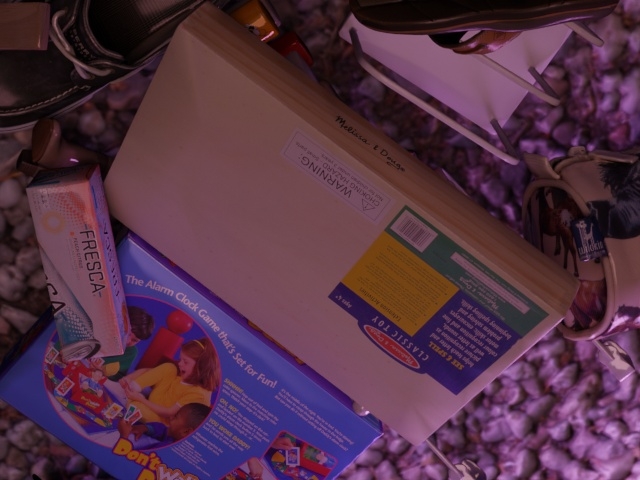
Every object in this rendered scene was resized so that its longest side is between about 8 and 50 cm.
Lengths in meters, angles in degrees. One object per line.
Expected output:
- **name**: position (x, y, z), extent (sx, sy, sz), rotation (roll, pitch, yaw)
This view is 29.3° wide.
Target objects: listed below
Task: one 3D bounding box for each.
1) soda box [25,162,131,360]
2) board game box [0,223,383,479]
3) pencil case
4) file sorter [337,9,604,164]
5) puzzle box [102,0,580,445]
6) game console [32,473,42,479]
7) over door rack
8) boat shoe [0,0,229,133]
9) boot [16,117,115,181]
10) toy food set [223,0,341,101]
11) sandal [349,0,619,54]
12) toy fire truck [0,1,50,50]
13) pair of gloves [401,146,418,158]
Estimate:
- **soda box**: position (-0.231, 0.021, 1.178), extent (0.063, 0.058, 0.183), rotation (-7, 109, 3)
- **board game box**: position (-0.138, 0.166, 1.312), extent (0.347, 0.078, 0.233), rotation (40, 106, -16)
- **pencil case**: position (0.397, -0.049, 1.156), extent (0.410, 0.160, 0.183), rotation (-19, 114, -10)
- **file sorter**: position (0.173, -0.236, 1.110), extent (0.193, 0.173, 0.277), rotation (31, 108, -13)
- **puzzle box**: position (0.000, 0.000, 1.126), extent (0.409, 0.052, 0.272), rotation (38, 138, 0)
- **game console**: position (-0.247, 0.302, 1.358), extent (0.107, 0.071, 0.122), rotation (-21, 127, 4)
- **over door rack**: position (0.151, 0.113, 1.287), extent (0.239, 0.108, 0.324), rotation (-42, 108, 14)
- **boat shoe**: position (-0.209, -0.205, 1.136), extent (0.335, 0.119, 0.121), rotation (-33, 110, 11)
- **boot**: position (-0.243, -0.083, 1.200), extent (0.087, 0.118, 0.042), rotation (11, 68, -27)
- **toy food set**: position (-0.052, -0.139, 1.165), extent (0.105, 0.111, 0.232), rotation (-31, 141, 10)
- **sandal**: position (0.134, -0.187, 1.004), extent (0.219, 0.090, 0.060), rotation (-5, 134, -6)
- **toy fire truck**: position (-0.367, -0.254, 1.103), extent (0.246, 0.158, 0.217), rotation (4, 112, -13)
- **pair of gloves**: position (0.059, -0.069, 1.232), extent (0.083, 0.074, 0.010), rotation (-29, 75, 11)
